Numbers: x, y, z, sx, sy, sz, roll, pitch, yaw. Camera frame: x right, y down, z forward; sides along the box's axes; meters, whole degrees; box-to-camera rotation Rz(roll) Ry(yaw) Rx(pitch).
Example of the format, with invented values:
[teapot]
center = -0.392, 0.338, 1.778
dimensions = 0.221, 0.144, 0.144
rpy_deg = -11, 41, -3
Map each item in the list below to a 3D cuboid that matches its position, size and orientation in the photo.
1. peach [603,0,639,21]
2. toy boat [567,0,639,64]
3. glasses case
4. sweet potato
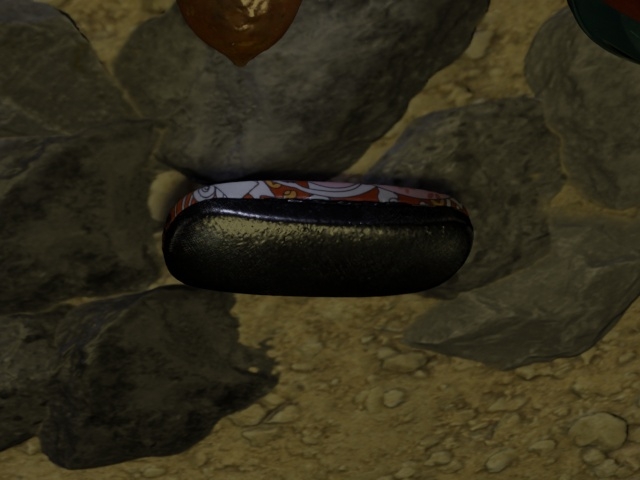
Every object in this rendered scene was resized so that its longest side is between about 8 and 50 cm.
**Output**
[peach]
center = 0.246, -0.254, 0.940
dimensions = 0.252, 0.252, 0.252
rpy_deg = -9, 141, -7
[toy boat]
center = 0.279, -0.174, 1.145
dimensions = 0.296, 0.122, 0.114
rpy_deg = 6, 116, -39
[glasses case]
center = 0.000, 0.000, 1.316
dimensions = 0.267, 0.067, 0.103
rpy_deg = 3, 137, -20
[sweet potato]
center = -0.050, -0.242, 0.987
dimensions = 0.097, 0.097, 0.291
rpy_deg = -6, 133, -11
